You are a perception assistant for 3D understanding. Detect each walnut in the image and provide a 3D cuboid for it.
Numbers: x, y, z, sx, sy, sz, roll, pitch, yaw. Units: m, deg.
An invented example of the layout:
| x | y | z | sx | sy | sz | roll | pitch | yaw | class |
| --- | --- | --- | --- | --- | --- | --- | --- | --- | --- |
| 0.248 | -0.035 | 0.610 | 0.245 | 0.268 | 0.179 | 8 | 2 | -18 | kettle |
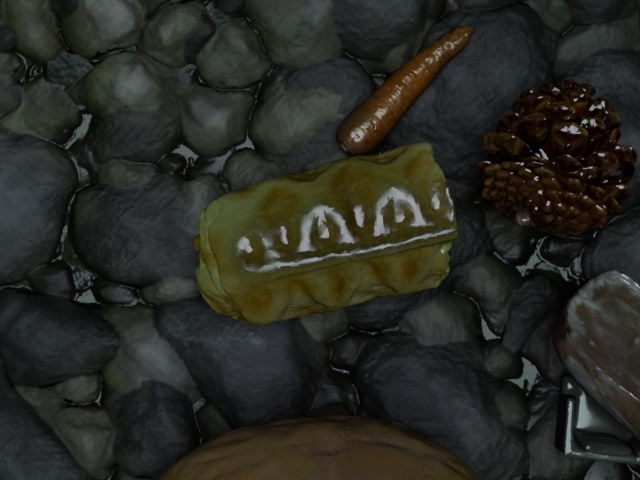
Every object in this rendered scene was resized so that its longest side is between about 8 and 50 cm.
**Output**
| x | y | z | sx | sy | sz | roll | pitch | yaw | class |
| --- | --- | --- | --- | --- | --- | --- | --- | --- | --- |
| -0.001 | 0.332 | 0.843 | 0.381 | 0.381 | 0.381 | 0 | 89 | -1 | walnut |

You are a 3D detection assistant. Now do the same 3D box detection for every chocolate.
| x | y | z | sx | sy | sz | roll | pitch | yaw | class |
| --- | --- | --- | --- | --- | --- | --- | --- | --- | --- |
| 0.344 | 0.153 | 0.932 | 0.254 | 0.080 | 0.157 | 41 | 46 | 20 | chocolate |

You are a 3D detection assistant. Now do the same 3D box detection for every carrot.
| x | y | z | sx | sy | sz | roll | pitch | yaw | class |
| --- | --- | --- | --- | --- | --- | --- | --- | --- | --- |
| 0.092 | -0.163 | 0.992 | 0.191 | 0.047 | 0.047 | -44 | 90 | -5 | carrot |

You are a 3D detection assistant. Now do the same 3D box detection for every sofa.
| x | y | z | sx | sy | sz | roll | pitch | yaw | class |
| --- | --- | --- | --- | --- | --- | --- | --- | --- | --- |
| 0.329 | 0.193 | 0.981 | 0.147 | 0.060 | 0.085 | 7 | 88 | -1 | sofa |

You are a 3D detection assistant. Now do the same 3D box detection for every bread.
| x | y | z | sx | sy | sz | roll | pitch | yaw | class |
| --- | --- | --- | --- | --- | --- | --- | --- | --- | --- |
| 0.000 | 0.000 | 0.944 | 0.267 | 0.130 | 0.152 | -14 | 94 | 0 | bread |

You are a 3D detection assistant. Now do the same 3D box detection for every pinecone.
| x | y | z | sx | sy | sz | roll | pitch | yaw | class |
| --- | --- | --- | --- | --- | --- | --- | --- | --- | --- |
| 0.242 | -0.085 | 0.944 | 0.173 | 0.173 | 0.173 | 0 | 89 | -1 | pinecone |
